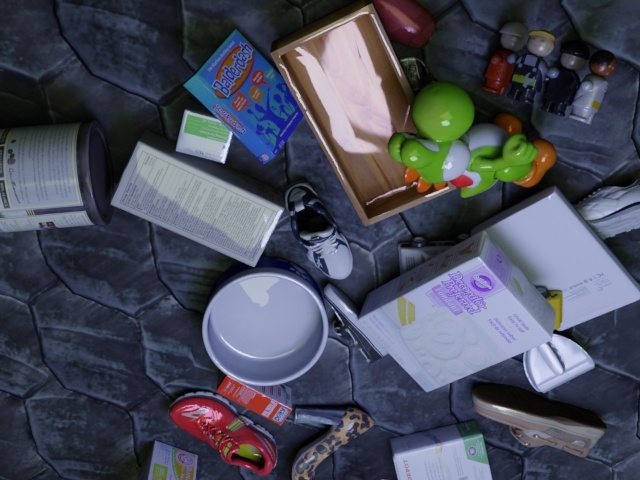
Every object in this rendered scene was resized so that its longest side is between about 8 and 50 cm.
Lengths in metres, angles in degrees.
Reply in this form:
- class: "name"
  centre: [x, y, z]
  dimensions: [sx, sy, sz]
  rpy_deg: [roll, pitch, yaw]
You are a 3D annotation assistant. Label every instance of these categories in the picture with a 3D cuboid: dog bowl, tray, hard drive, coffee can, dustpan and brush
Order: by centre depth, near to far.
- class: "coffee can"
  centre: [-0.551, -0.118, 1.509]
  dimensions: [0.275, 0.201, 0.202]
  rpy_deg: [-5, 111, -2]
- class: "tray"
  centre: [0.090, -0.239, 1.538]
  dimensions: [0.202, 0.076, 0.411]
  rpy_deg: [-23, 120, 13]
- class: "hard drive"
  centre: [0.501, 0.045, 1.690]
  dimensions: [0.210, 0.040, 0.318]
  rpy_deg: [-31, 113, 37]
- class: "dog bowl"
  centre: [-0.117, 0.171, 1.702]
  dimensions: [0.264, 0.104, 0.265]
  rpy_deg: [-1, 110, -3]
- class: "dustpan and brush"
  centre: [0.500, 0.237, 1.791]
  dimensions: [0.147, 0.060, 0.211]
  rpy_deg: [-34, 89, 22]

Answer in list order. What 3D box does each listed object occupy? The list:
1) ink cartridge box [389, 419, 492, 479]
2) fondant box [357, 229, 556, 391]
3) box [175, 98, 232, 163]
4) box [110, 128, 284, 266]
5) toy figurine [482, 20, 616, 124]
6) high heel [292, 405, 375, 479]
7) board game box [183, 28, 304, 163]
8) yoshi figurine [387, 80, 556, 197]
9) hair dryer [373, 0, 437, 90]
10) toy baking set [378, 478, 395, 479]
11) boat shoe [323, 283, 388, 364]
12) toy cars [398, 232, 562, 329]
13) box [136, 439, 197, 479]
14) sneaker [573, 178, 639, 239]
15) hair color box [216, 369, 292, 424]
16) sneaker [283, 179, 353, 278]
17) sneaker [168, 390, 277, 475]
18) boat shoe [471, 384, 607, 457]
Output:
- class: "ink cartridge box"
  centre: [0.281, 0.527, 1.864]
  dimensions: [0.212, 0.093, 0.154]
  rpy_deg: [-14, 103, -1]
- class: "fondant box"
  centre: [0.276, 0.155, 1.641]
  dimensions: [0.330, 0.096, 0.238]
  rpy_deg: [-33, 108, 36]
- class: "box"
  centre: [-0.223, -0.214, 1.550]
  dimensions: [0.101, 0.102, 0.087]
  rpy_deg: [14, 111, -10]
- class: "box"
  centre: [-0.241, -0.085, 1.587]
  dimensions: [0.311, 0.121, 0.148]
  rpy_deg: [26, 107, -13]
- class: "toy figurine"
  centre: [0.434, -0.322, 1.503]
  dimensions: [0.213, 0.209, 0.148]
  rpy_deg: [16, 103, -11]
- class: "high heel"
  centre: [0.029, 0.509, 1.842]
  dimensions: [0.186, 0.093, 0.261]
  rpy_deg: [3, 102, 1]
- class: "board game box"
  centre: [-0.134, -0.274, 1.510]
  dimensions: [0.210, 0.160, 0.047]
  rpy_deg: [43, 142, -18]
- class: "yoshi figurine"
  centre: [0.284, -0.201, 1.471]
  dimensions: [0.362, 0.203, 0.203]
  rpy_deg: [-3, 79, -41]
- class: "hair dryer"
  centre: [0.115, -0.373, 1.528]
  dimensions: [0.223, 0.080, 0.294]
  rpy_deg: [-13, 111, 1]
- class: "toy baking set"
  centre: [0.241, 0.678, 1.958]
  dimensions: [0.196, 0.030, 0.256]
  rpy_deg: [-19, 111, 3]
- class: "boat shoe"
  centre: [0.066, 0.188, 1.736]
  dimensions: [0.070, 0.078, 0.219]
  rpy_deg: [-37, 110, 8]
- class: "toy cars"
  centre: [0.342, 0.107, 1.692]
  dimensions: [0.393, 0.087, 0.176]
  rpy_deg: [33, 117, -8]
- class: "box"
  centre: [-0.349, 0.560, 1.778]
  dimensions: [0.114, 0.203, 0.103]
  rpy_deg: [24, 108, -14]
- class: "sneaker"
  centre: [0.580, -0.056, 1.686]
  dimensions: [0.235, 0.095, 0.090]
  rpy_deg: [-16, 146, 20]
- class: "hair color box"
  centre: [-0.146, 0.332, 1.766]
  dimensions: [0.167, 0.093, 0.053]
  rpy_deg: [30, 107, -14]
- class: "sneaker"
  centre: [0.000, 0.000, 1.620]
  dimensions: [0.094, 0.153, 0.235]
  rpy_deg: [-20, 110, 5]
- class: "sneaker"
  centre: [-0.212, 0.436, 1.787]
  dimensions: [0.279, 0.118, 0.107]
  rpy_deg: [31, 105, -14]
- class: "boat shoe"
  centre: [0.494, 0.426, 1.834]
  dimensions: [0.341, 0.122, 0.110]
  rpy_deg: [18, 107, -12]
